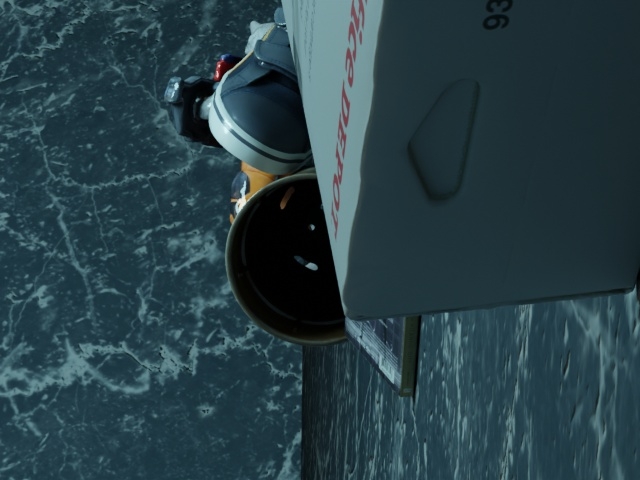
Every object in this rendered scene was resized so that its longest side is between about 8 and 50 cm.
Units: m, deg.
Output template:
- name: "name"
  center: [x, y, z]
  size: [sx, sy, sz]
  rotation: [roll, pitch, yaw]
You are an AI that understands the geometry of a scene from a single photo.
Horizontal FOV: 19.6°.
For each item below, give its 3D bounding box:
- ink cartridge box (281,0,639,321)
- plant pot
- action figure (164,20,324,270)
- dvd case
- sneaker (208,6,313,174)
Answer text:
- name: "ink cartridge box"
  center: [0.053, -0.155, 0.754]
  size: [0.223, 0.129, 0.307]
  rotation: [96, 166, -52]
- name: "plant pot"
  center: [0.000, 0.000, 1.795]
  size: [0.165, 0.167, 0.167]
  rotation: [-72, -14, -76]
- name: "action figure"
  center: [-0.031, -0.117, 2.333]
  size: [0.341, 0.178, 0.330]
  rotation: [-7, -90, -57]
- name: "dvd case"
  center: [0.057, 0.005, 1.620]
  size: [0.164, 0.018, 0.221]
  rotation: [-134, 45, -67]
- name: "sneaker"
  center: [-0.018, -0.181, 1.936]
  size: [0.127, 0.126, 0.321]
  rotation: [-56, 1, 28]
